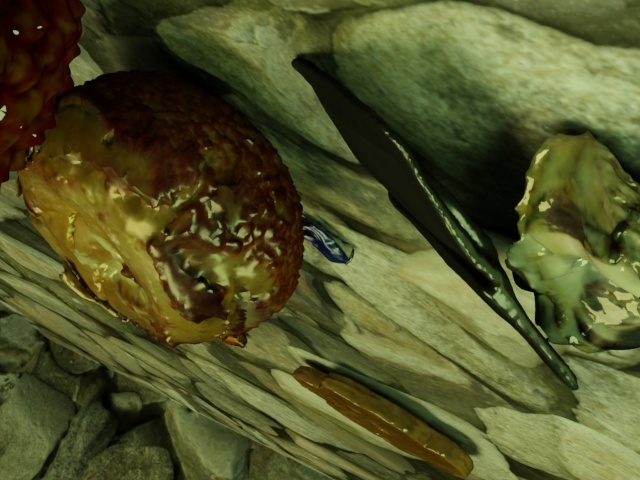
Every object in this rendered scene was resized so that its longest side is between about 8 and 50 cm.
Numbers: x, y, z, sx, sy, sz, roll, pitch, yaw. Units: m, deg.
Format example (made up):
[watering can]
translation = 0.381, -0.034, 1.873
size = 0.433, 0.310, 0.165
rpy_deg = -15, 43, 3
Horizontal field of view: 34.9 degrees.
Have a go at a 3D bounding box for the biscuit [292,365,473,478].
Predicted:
[biscuit]
translation = 0.114, 0.325, 1.877
size = 0.376, 0.051, 0.269
rpy_deg = 27, 164, 15

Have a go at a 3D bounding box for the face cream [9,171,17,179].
[face cream]
translation = -0.390, -0.132, 1.395
size = 0.385, 0.136, 0.086
rpy_deg = 0, 147, 45

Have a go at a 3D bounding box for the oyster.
[oyster]
translation = 0.274, 0.048, 0.843
size = 0.351, 0.115, 0.238
rpy_deg = 47, 165, -27

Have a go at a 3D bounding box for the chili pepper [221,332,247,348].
[chili pepper]
translation = -0.202, 0.181, 2.044
size = 0.178, 0.027, 0.045
rpy_deg = 14, 150, 42

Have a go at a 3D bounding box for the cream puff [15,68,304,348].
[cream puff]
translation = -0.156, -0.042, 1.089
size = 0.350, 0.228, 0.350
rpy_deg = 34, 152, 21

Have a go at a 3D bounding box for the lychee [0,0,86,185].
[lychee]
translation = -0.452, -0.193, 0.848
size = 0.499, 0.425, 0.424
rpy_deg = 2, 163, -8

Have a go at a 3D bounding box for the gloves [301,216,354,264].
[gloves]
translation = 0.000, 0.000, 1.266
size = 0.086, 0.026, 0.064
rpy_deg = 37, 163, -16

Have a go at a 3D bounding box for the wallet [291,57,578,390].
[wallet]
translation = 0.099, -0.023, 0.904
size = 0.323, 0.041, 0.247
rpy_deg = 51, -178, -30
